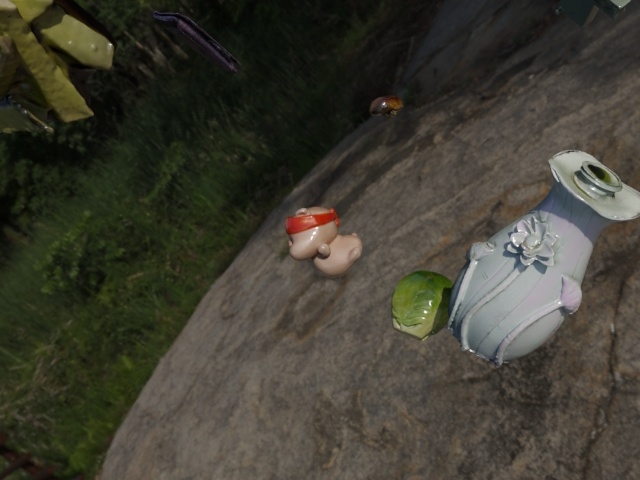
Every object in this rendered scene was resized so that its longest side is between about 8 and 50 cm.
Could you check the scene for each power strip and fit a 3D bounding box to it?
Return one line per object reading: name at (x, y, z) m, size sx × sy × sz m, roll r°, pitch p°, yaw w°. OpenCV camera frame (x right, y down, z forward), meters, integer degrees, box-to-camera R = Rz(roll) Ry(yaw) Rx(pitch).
power strip at (0.640, -0.574, 1.403) m, size 0.061 × 0.145 × 0.216 m, roll -39°, pitch -18°, yaw -8°

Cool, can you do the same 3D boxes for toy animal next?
toy animal at (0.000, 0.000, 1.479) m, size 0.171 × 0.197 × 0.171 m, roll -50°, pitch 0°, yaw 0°

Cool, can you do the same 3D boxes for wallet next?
wallet at (-0.244, -0.389, 1.191) m, size 0.111 × 0.166 × 0.030 m, roll 26°, pitch 85°, yaw 48°

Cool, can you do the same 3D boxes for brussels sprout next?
brussels sprout at (0.258, 0.159, 1.518) m, size 0.144 × 0.161 × 0.181 m, roll 87°, pitch -164°, yaw -70°

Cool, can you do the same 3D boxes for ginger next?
ginger at (-0.597, -0.309, 1.084) m, size 0.358 × 0.413 × 0.211 m, roll -62°, pitch 30°, yaw 29°

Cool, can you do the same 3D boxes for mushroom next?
mushroom at (0.238, -0.483, 2.211) m, size 0.127 × 0.087 × 0.127 m, roll -7°, pitch 11°, yaw 1°

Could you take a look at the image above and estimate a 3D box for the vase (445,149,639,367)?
vase at (0.432, 0.039, 1.207) m, size 0.250 × 0.250 × 0.445 m, roll -72°, pitch 4°, yaw -51°
